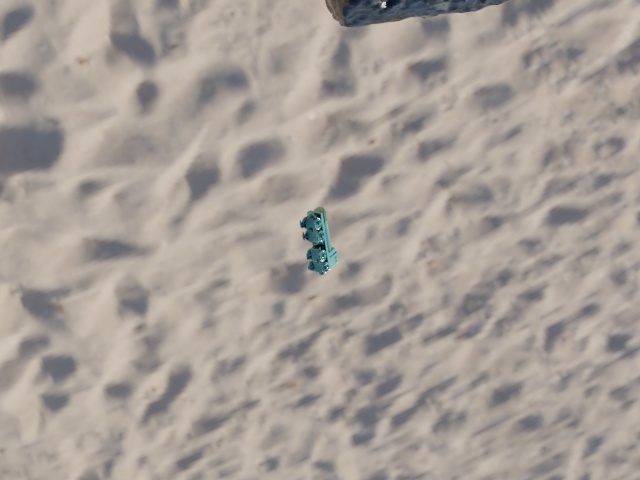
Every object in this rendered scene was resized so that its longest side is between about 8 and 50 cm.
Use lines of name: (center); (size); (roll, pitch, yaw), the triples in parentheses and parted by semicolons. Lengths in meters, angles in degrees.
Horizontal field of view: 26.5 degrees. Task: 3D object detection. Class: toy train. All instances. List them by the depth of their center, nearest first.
toy train: (0.000, 0.000, 1.732); (0.045, 0.029, 0.092); (-40, 129, -45)

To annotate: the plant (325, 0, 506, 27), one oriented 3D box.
plant: (0.126, -0.330, 1.216); (0.312, 0.215, 0.213); (-21, 151, -4)
